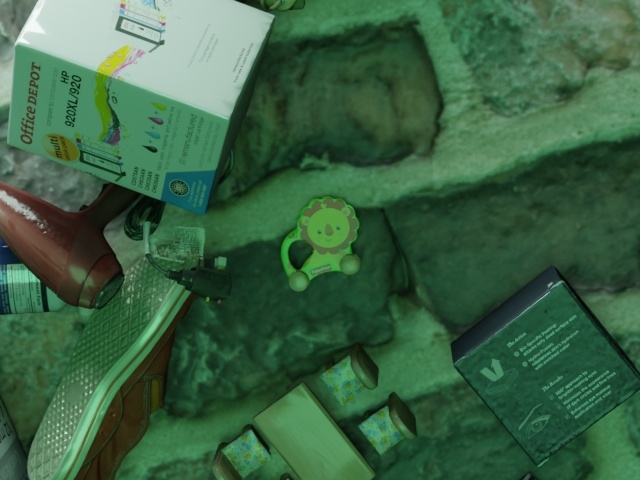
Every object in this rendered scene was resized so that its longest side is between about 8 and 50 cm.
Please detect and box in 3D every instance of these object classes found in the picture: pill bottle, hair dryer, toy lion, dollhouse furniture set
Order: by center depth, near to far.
[{"bbox_3d":[-0.241,-0.026,1.729,0.293,0.080,0.224,3,59,-14],"label":"hair dryer"},{"bbox_3d":[0.023,0.282,1.770,0.212,0.161,0.242,-37,97,9],"label":"dollhouse furniture set"},{"bbox_3d":[-0.338,0.036,1.771,0.169,0.094,0.094,-3,101,-7],"label":"pill bottle"},{"bbox_3d":[0.000,0.000,1.787,0.100,0.034,0.096,-19,92,6],"label":"toy lion"}]

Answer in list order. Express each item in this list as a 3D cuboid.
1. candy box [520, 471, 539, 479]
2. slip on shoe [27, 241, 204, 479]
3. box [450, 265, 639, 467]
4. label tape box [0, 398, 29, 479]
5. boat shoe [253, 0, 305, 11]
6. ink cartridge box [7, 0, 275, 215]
[{"bbox_3d":[0.217,0.411,1.831,0.233,0.071,0.159,-43,96,9],"label":"candy box"},{"bbox_3d":[-0.221,0.151,1.796,0.101,0.123,0.331,24,96,-37],"label":"slip on shoe"},{"bbox_3d":[0.256,0.141,1.767,0.156,0.093,0.158,-38,98,9],"label":"box"},{"bbox_3d":[-0.411,0.278,1.745,0.115,0.249,0.348,-22,99,7],"label":"label tape box"},{"bbox_3d":[-0.046,-0.306,1.686,0.324,0.122,0.120,-11,103,6],"label":"boat shoe"},{"bbox_3d":[-0.195,-0.171,1.661,0.232,0.168,0.171,20,142,0],"label":"ink cartridge box"}]
